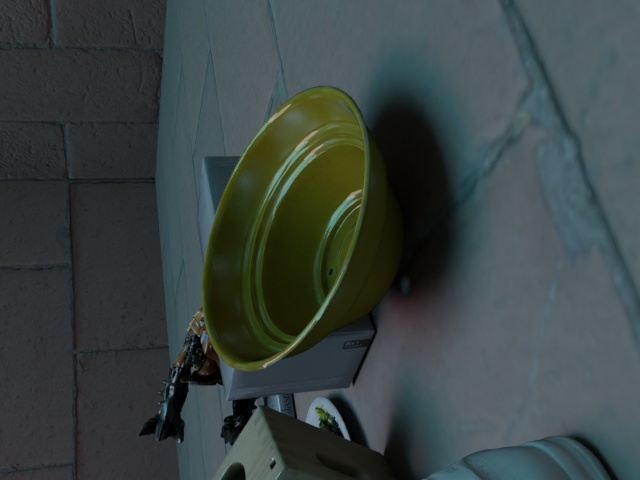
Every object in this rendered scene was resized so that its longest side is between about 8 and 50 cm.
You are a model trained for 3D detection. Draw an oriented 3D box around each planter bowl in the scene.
[{"bbox_3d":[0.000,0.000,0.521,0.217,0.090,0.217,-33,47,45],"label":"planter bowl"}]

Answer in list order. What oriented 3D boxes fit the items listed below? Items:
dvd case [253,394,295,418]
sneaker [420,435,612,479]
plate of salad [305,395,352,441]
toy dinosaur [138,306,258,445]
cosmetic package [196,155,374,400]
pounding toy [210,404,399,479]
[{"bbox_3d":[-0.064,0.250,0.924,0.180,0.022,0.252,119,144,-59],"label":"dvd case"},{"bbox_3d":[0.103,0.174,0.257,0.212,0.094,0.080,-116,30,-52],"label":"sneaker"},{"bbox_3d":[0.002,0.256,0.669,0.200,0.048,0.199,178,90,-73],"label":"plate of salad"},{"bbox_3d":[-0.122,0.157,0.894,0.322,0.165,0.218,82,-163,-78],"label":"toy dinosaur"},{"bbox_3d":[-0.045,0.027,0.662,0.107,0.127,0.237,108,155,-47],"label":"cosmetic package"},{"bbox_3d":[-0.059,0.241,0.508,0.206,0.181,0.094,-58,25,6],"label":"pounding toy"}]
